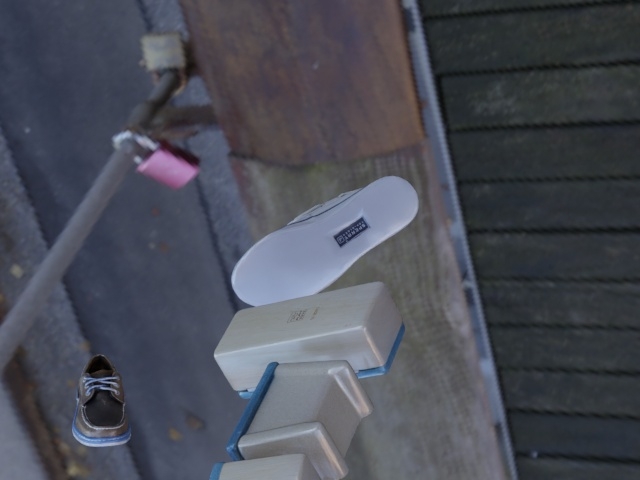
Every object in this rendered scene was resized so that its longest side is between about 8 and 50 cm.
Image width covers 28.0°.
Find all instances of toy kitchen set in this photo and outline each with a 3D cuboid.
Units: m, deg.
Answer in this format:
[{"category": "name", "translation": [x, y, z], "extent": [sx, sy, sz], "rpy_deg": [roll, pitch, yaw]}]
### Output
[{"category": "toy kitchen set", "translation": [-0.006, 0.161, 0.848], "extent": [0.122, 0.207, 0.166], "rpy_deg": [-12, 119, 29]}]

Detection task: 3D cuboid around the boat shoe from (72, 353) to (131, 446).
[{"category": "boat shoe", "translation": [-0.265, 0.188, 1.528], "extent": [0.066, 0.183, 0.066], "rpy_deg": [-2, 105, -17]}]

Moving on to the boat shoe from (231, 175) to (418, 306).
[{"category": "boat shoe", "translation": [0.000, 0.000, 1.650], "extent": [0.096, 0.267, 0.088], "rpy_deg": [56, 166, -6]}]
